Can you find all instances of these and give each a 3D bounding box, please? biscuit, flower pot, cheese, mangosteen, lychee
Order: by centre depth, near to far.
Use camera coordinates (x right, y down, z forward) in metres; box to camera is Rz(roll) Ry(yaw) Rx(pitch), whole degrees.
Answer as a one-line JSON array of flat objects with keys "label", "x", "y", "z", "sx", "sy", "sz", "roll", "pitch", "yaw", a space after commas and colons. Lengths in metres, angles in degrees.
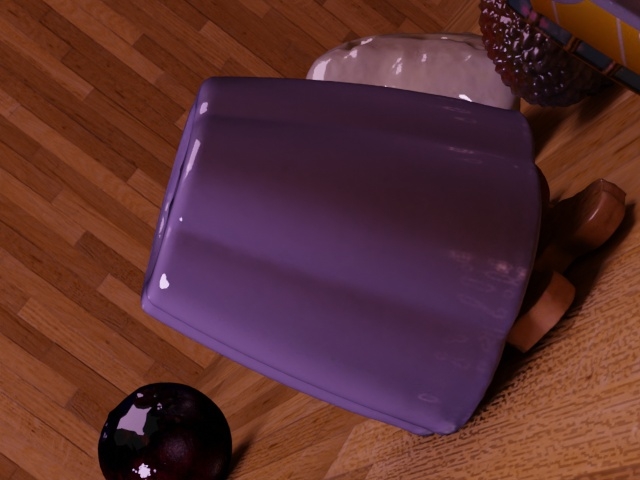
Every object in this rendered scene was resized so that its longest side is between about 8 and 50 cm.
[{"label": "flower pot", "x": 0.000, "y": 0.000, "z": 0.789, "sx": 0.265, "sy": 0.243, "sz": 0.265, "roll": -167, "pitch": 90, "yaw": -80}, {"label": "biscuit", "x": 0.150, "y": 0.028, "z": 0.809, "sx": 0.144, "sy": 0.040, "sz": 0.236, "roll": -50, "pitch": 4, "yaw": -14}, {"label": "lychee", "x": 0.236, "y": -0.225, "z": 1.017, "sx": 0.165, "sy": 0.165, "sz": 0.197, "roll": 136, "pitch": 152, "yaw": -59}, {"label": "cheese", "x": 0.114, "y": -0.158, "z": 1.221, "sx": 0.248, "sy": 0.251, "sz": 0.174, "roll": -31, "pitch": -56, "yaw": -75}, {"label": "mangosteen", "x": -0.218, "y": 0.314, "z": 1.473, "sx": 0.194, "sy": 0.194, "sz": 0.231, "roll": -63, "pitch": -23, "yaw": -63}]

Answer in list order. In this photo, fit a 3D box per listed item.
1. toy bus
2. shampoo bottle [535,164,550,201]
[{"label": "toy bus", "x": 0.220, "y": -0.185, "z": 0.732, "sx": 0.126, "sy": 0.209, "sz": 0.136, "roll": -56, "pitch": -5, "yaw": -15}, {"label": "shampoo bottle", "x": 0.122, "y": -0.007, "z": 1.043, "sx": 0.118, "sy": 0.076, "sz": 0.314, "roll": -38, "pitch": 0, "yaw": -21}]
